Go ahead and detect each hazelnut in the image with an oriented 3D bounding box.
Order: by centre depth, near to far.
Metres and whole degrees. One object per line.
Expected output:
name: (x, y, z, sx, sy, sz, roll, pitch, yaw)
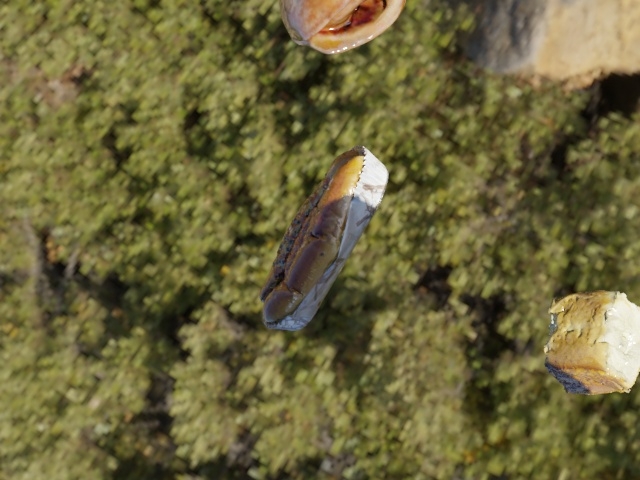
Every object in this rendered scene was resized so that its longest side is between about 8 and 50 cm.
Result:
hazelnut: (0.011, -0.150, 0.795, 0.086, 0.086, 0.086, 21, 144, 16)

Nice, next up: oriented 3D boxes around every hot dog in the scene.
hot dog: (0.000, 0.000, 1.722, 0.075, 0.268, 0.144, 28, -172, -14)

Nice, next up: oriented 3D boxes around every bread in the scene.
bread: (0.244, 0.091, 1.167, 0.070, 0.083, 0.076, -4, 152, 42)
